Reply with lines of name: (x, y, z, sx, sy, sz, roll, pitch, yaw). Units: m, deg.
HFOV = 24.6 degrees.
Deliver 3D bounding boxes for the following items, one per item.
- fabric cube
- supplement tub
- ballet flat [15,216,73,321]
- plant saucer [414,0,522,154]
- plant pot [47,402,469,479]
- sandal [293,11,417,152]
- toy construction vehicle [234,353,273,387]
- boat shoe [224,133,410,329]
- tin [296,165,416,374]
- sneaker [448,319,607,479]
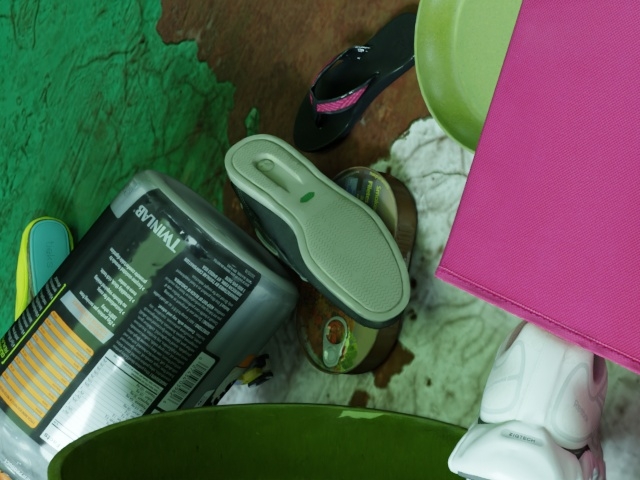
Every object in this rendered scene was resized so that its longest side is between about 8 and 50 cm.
fabric cube: (0.275, -0.048, 0.943, 0.254, 0.259, 0.258, 25, 103, 44)
supplement tub: (-0.184, 0.108, 1.343, 0.316, 0.193, 0.193, -50, 50, 4)
ballet flat: (-0.311, 0.089, 1.651, 0.077, 0.077, 0.231, 152, 120, -63)
plant saucer: (0.179, -0.181, 1.216, 0.241, 0.037, 0.241, -8, 78, 44)
plant pot: (-0.029, 0.344, 1.149, 0.366, 0.366, 0.353, 10, 101, 46)
sandal: (0.027, -0.150, 1.361, 0.179, 0.040, 0.067, -42, 56, 33)
toy construction vehicle: (-0.083, 0.102, 1.434, 0.098, 0.035, 0.086, -29, 63, 39)
boat shoe: (0.000, 0.000, 1.306, 0.233, 0.084, 0.079, 46, 153, 32)
tin: (0.033, 0.029, 1.330, 0.106, 0.040, 0.189, 11, 91, 50)
sneaker: (0.161, 0.117, 1.039, 0.110, 0.292, 0.118, 14, 87, 9)
